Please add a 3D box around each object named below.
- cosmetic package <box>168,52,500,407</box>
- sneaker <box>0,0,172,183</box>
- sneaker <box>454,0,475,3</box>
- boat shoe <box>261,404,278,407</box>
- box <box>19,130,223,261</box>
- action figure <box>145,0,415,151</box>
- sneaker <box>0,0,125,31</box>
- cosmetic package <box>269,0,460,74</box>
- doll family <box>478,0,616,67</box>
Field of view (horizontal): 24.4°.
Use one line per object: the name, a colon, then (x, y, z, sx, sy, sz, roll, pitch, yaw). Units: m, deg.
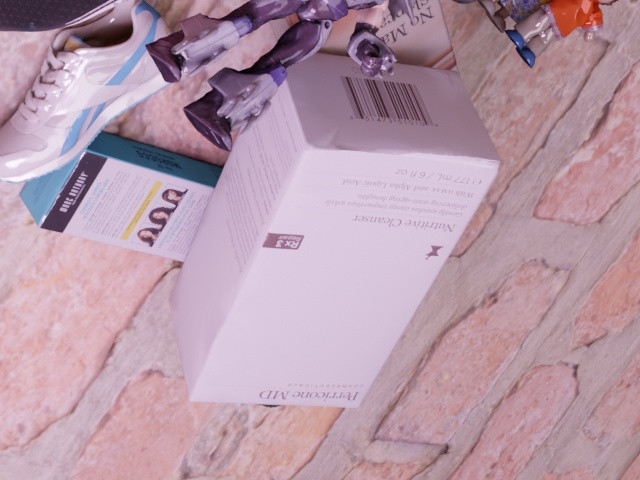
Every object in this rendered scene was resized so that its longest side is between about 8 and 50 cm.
cosmetic package: (0.000, 0.000, 1.538, 0.217, 0.156, 0.385, 3, 134, -22)
sneaker: (-0.244, -0.148, 1.437, 0.228, 0.087, 0.092, -41, 133, -11)
sneaker: (0.109, -0.382, 1.448, 0.162, 0.106, 0.281, 8, 88, -28)
boat shoe: (0.007, 0.099, 1.830, 0.114, 0.091, 0.302, 13, 117, -43)
box: (-0.189, -0.045, 1.577, 0.244, 0.060, 0.100, 16, 115, -44)
action figure: (-0.011, -0.206, 1.337, 0.285, 0.099, 0.185, -38, 113, -11)
sneaker: (-0.194, -0.257, 1.362, 0.270, 0.145, 0.090, -13, 103, 13)
cosmetic package: (0.029, -0.249, 1.512, 0.153, 0.129, 0.296, -34, 139, -8)
doll family: (0.230, -0.333, 1.628, 0.163, 0.118, 0.263, -36, 121, 4)
